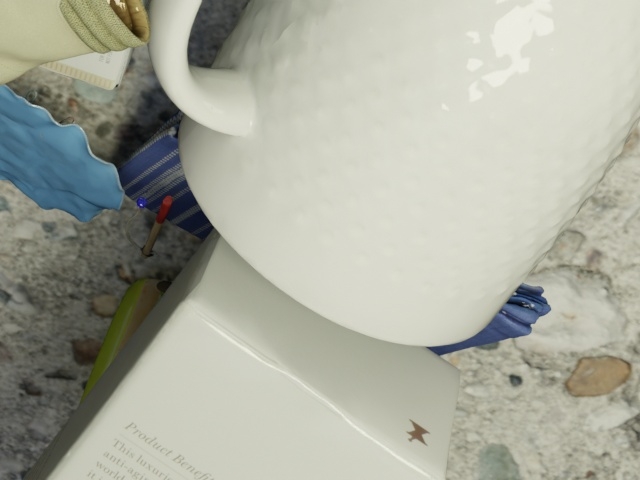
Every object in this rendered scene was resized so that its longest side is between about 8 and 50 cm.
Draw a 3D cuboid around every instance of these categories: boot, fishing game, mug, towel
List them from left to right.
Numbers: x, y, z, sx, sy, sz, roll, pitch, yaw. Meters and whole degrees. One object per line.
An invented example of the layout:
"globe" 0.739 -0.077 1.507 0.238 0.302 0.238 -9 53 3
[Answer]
"boot" -0.214 -0.182 1.170 0.165 0.077 0.213 -12 132 22
"fishing game" -0.234 -0.081 1.563 0.264 0.041 0.189 32 156 0
"towel" 0.000 0.000 1.551 0.336 0.040 0.243 29 163 -12
"mug" 0.057 -0.142 1.298 0.374 0.276 0.328 10 130 -35

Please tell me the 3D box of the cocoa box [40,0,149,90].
"cocoa box" -0.177 -0.322 1.248 0.228 0.231 0.347 19 131 -5

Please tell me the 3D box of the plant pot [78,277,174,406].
"plant pot" -0.099 0.167 1.661 0.227 0.228 0.207 9 125 5

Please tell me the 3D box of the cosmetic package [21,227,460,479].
"cosmetic package" -0.117 0.228 1.483 0.230 0.161 0.453 35 117 -8
